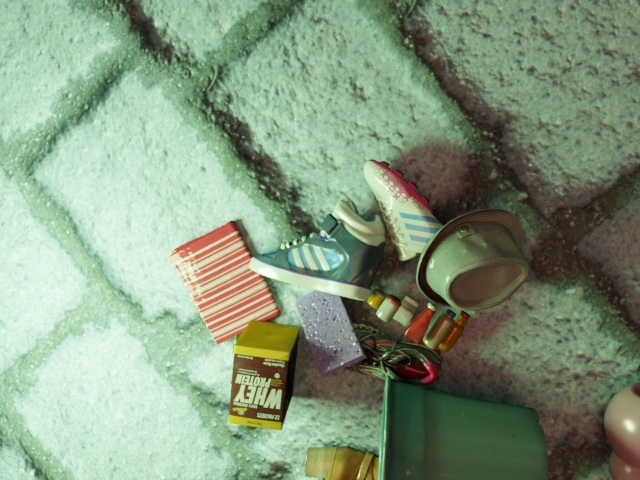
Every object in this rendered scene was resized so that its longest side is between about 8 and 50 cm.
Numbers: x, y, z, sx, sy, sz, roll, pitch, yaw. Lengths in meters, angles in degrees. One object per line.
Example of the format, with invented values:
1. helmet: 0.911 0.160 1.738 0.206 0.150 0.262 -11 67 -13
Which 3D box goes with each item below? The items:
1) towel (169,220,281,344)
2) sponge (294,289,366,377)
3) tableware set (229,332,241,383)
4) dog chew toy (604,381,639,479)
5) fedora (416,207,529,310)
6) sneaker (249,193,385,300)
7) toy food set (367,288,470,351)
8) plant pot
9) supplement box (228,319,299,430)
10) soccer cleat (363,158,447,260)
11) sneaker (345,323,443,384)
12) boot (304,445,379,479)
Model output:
1. towel: -0.246 0.107 1.666 0.199 0.031 0.274 -27 92 11
2. sponge: 0.021 0.212 1.571 0.117 0.031 0.210 -28 58 12
3. tableware set: -0.216 0.318 1.651 0.024 0.104 0.154 2 121 -6
4. dog chew toy: 0.731 0.484 1.426 0.207 0.206 0.331 0 104 12
5. fedora: 0.354 0.063 1.424 0.276 0.124 0.243 -11 121 -12
6. sneaker: 0.000 0.000 1.562 0.323 0.130 0.236 13 86 24
7. toy food set: 0.232 0.168 1.529 0.232 0.111 0.104 33 104 5
8. plant pot: 0.298 0.480 1.422 0.334 0.341 0.341 3 97 5
9. supplement box: -0.134 0.321 1.571 0.129 0.191 0.194 7 101 4
10. soccer cleat: 0.198 -0.042 1.506 0.331 0.116 0.143 44 88 3
11. sneaker: 0.144 0.275 1.562 0.299 0.112 0.120 6 97 12
12. boot: 0.069 0.657 1.633 0.220 0.109 0.283 4 89 7
